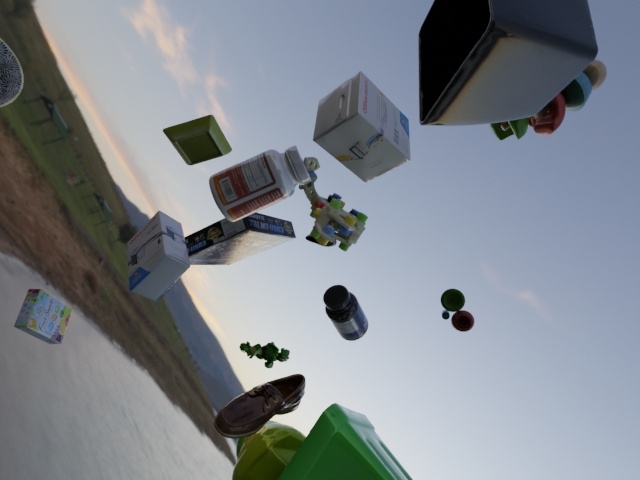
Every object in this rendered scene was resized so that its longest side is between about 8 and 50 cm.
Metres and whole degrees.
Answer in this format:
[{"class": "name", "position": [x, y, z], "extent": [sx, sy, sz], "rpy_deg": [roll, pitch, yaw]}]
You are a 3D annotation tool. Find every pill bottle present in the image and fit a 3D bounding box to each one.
[{"class": "pill bottle", "position": [-0.137, -0.137, 1.000], "extent": [0.121, 0.216, 0.121], "rpy_deg": [-23, 90, -87]}, {"class": "pill bottle", "position": [0.089, 0.259, 1.546], "extent": [0.123, 0.123, 0.219], "rpy_deg": [35, -20, 44]}]

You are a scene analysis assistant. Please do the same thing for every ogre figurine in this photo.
[{"class": "ogre figurine", "position": [-0.197, 0.429, 1.636], "extent": [0.118, 0.197, 0.097], "rpy_deg": [60, 18, -56]}]

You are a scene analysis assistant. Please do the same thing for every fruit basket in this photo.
[{"class": "fruit basket", "position": [-0.057, 0.448, 0.765], "extent": [0.392, 0.392, 0.283], "rpy_deg": [42, -6, 34]}]

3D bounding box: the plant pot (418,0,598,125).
[{"class": "plant pot", "position": [0.247, -0.270, 0.581], "extent": [0.187, 0.167, 0.188], "rpy_deg": [120, -25, -66]}]

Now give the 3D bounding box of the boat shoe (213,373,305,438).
[{"class": "boat shoe", "position": [-0.092, 0.257, 0.692], "extent": [0.064, 0.178, 0.060], "rpy_deg": [40, -64, 31]}]

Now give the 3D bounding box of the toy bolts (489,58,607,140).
[{"class": "toy bolts", "position": [0.454, -0.326, 0.887], "extent": [0.218, 0.158, 0.228], "rpy_deg": [55, 0, -18]}]

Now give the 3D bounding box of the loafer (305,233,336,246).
[{"class": "loafer", "position": [0.000, 0.000, 1.462], "extent": [0.125, 0.039, 0.045], "rpy_deg": [14, -67, 46]}]

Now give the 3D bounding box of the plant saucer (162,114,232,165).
[{"class": "plant saucer", "position": [-0.436, -0.345, 1.542], "extent": [0.188, 0.188, 0.045], "rpy_deg": [68, 8, -57]}]

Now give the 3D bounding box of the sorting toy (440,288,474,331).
[{"class": "sorting toy", "position": [0.297, 0.154, 0.947], "extent": [0.102, 0.061, 0.042], "rpy_deg": [67, 14, 3]}]

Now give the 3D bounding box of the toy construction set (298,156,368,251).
[{"class": "toy construction set", "position": [0.014, -0.097, 1.252], "extent": [0.151, 0.215, 0.327], "rpy_deg": [-48, -128, 24]}]

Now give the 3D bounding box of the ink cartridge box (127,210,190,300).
[{"class": "ink cartridge box", "position": [-0.419, 0.036, 1.103], "extent": [0.082, 0.139, 0.190], "rpy_deg": [37, 15, -43]}]

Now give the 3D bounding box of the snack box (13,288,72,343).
[{"class": "snack box", "position": [-0.707, 0.198, 1.104], "extent": [0.141, 0.037, 0.100], "rpy_deg": [81, 8, -58]}]

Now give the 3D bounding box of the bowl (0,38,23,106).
[{"class": "bowl", "position": [-0.607, -0.282, 0.716], "extent": [0.080, 0.170, 0.170], "rpy_deg": [-19, -75, 35]}]

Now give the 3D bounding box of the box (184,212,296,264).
[{"class": "box", "position": [-0.272, 0.003, 1.362], "extent": [0.295, 0.293, 0.073], "rpy_deg": [10, 62, -65]}]

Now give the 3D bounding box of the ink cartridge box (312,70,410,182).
[{"class": "ink cartridge box", "position": [0.121, -0.316, 1.226], "extent": [0.168, 0.171, 0.233], "rpy_deg": [-23, -42, 38]}]
